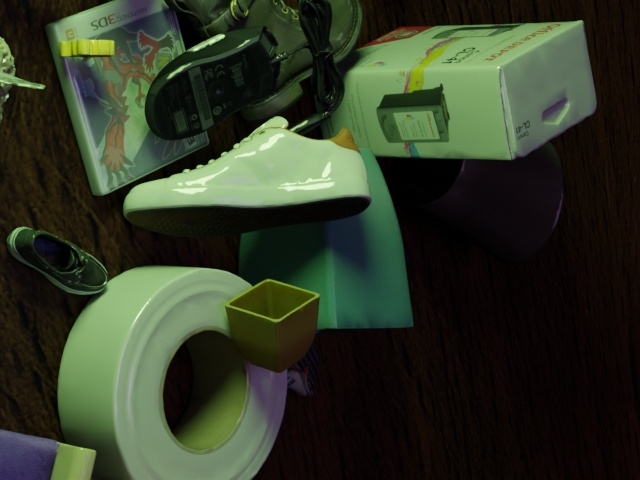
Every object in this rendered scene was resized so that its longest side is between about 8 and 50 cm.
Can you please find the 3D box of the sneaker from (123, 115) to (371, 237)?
[{"bbox_3d":[-0.092,-0.078,1.686,0.290,0.106,0.123,-6,70,-12],"label":"sneaker"}]

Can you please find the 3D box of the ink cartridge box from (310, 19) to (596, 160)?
[{"bbox_3d":[0.175,-0.200,1.888,0.226,0.306,0.131,-32,116,-45],"label":"ink cartridge box"}]

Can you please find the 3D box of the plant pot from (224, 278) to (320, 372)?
[{"bbox_3d":[-0.053,0.105,1.664,0.081,0.081,0.083,-32,127,-45],"label":"plant pot"}]

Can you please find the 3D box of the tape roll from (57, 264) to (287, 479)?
[{"bbox_3d":[-0.167,0.171,1.668,0.286,0.100,0.286,-4,96,-50],"label":"tape roll"}]

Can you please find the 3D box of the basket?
[{"bbox_3d":[0.227,-0.088,2.081,0.227,0.154,0.204,19,77,-45],"label":"basket"}]

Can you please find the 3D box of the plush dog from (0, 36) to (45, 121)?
[{"bbox_3d":[-0.385,-0.066,1.355,0.262,0.211,0.225,-12,129,-43],"label":"plush dog"}]

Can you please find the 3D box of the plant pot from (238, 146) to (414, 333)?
[{"bbox_3d":[0.000,0.000,1.816,0.165,0.166,0.234,3,81,-49],"label":"plant pot"}]

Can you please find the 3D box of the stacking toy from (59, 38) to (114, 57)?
[{"bbox_3d":[-0.316,-0.275,1.488,0.221,0.052,0.166,-5,96,-40],"label":"stacking toy"}]

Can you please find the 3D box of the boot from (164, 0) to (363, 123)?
[{"bbox_3d":[-0.064,-0.297,1.765,0.263,0.091,0.229,-52,131,-31],"label":"boot"}]

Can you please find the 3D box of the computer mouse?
[{"bbox_3d":[-0.092,-0.178,1.705,0.262,0.060,0.184,-32,134,-16],"label":"computer mouse"}]

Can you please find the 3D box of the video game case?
[{"bbox_3d":[-0.218,-0.176,1.648,0.183,0.023,0.201,-31,115,-44],"label":"video game case"}]

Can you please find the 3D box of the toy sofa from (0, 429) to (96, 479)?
[{"bbox_3d":[-0.379,0.245,1.367,0.363,0.177,0.150,20,77,-47],"label":"toy sofa"}]

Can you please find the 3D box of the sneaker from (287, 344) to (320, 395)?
[{"bbox_3d":[-0.048,0.157,1.843,0.161,0.075,0.057,64,35,-67],"label":"sneaker"}]

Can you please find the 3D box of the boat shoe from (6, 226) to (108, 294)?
[{"bbox_3d":[-0.281,0.025,1.571,0.142,0.040,0.049,31,69,-46],"label":"boat shoe"}]
